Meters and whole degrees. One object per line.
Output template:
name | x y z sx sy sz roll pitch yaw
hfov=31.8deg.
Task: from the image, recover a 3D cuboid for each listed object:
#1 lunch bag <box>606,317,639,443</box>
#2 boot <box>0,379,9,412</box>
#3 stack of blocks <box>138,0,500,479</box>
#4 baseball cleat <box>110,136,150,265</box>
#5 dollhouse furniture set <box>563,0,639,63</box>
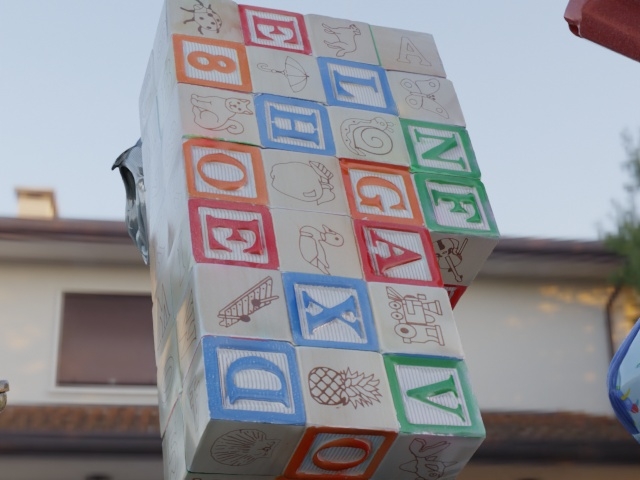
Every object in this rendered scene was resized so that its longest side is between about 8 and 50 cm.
lunch bag | 0.336 0.133 0.877 0.219 0.176 0.090 47 -38 -7
boot | -0.443 0.235 1.186 0.305 0.115 0.112 -27 -16 17
stack of blocks | 0.000 0.000 0.605 0.171 0.297 0.087 6 -44 -18
baseball cleat | -0.064 0.005 0.805 0.206 0.109 0.072 43 -27 8
dollhouse furniture set | 0.352 -0.103 0.627 0.374 0.152 0.201 33 15 34
